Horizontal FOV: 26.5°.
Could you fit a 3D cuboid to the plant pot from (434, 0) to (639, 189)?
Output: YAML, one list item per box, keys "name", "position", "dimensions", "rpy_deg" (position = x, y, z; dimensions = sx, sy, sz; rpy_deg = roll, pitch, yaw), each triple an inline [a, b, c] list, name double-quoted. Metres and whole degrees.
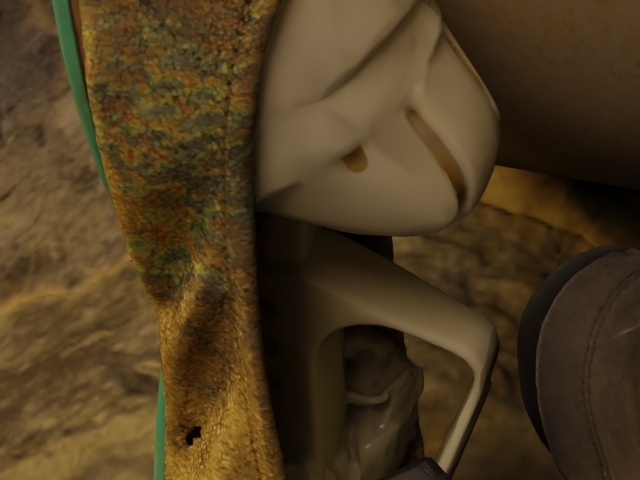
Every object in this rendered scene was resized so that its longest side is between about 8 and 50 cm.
- name: "plant pot"
  position: [0.133, -0.144, 0.463]
  dimensions: [0.305, 0.334, 0.334]
  rpy_deg: [5, 61, 44]

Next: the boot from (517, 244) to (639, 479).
- name: "boot"
  position: [0.182, 0.145, 0.330]
  dimensions: [0.118, 0.338, 0.222]
  rpy_deg: [-19, -1, -23]

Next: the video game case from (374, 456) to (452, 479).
- name: "video game case"
  position: [-0.017, 0.164, 0.280]
  dimensions: [0.274, 0.026, 0.196]
  rpy_deg: [-16, 52, -39]

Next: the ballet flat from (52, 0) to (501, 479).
- name: "ballet flat"
  position: [0.000, 0.000, 0.417]
  dimensions: [0.123, 0.349, 0.123]
  rpy_deg: [-1, 35, 1]
